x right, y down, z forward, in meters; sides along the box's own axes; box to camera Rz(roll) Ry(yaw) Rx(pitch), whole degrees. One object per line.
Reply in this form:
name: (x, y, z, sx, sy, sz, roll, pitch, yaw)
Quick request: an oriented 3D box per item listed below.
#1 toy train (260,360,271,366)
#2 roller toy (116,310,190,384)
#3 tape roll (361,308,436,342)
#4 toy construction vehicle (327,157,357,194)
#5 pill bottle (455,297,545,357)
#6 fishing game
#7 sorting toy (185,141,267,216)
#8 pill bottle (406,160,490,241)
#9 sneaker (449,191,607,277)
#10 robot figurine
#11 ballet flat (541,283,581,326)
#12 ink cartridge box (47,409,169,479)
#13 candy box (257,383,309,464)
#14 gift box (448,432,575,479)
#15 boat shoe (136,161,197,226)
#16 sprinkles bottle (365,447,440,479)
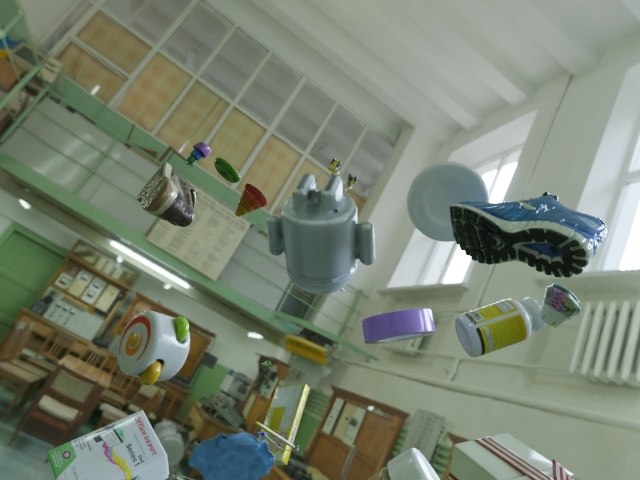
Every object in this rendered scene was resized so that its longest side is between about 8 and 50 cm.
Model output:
toy train: (-0.186, 0.419, 1.572, 0.024, 0.017, 0.083, -12, -13, -22)
roller toy: (-0.502, 0.314, 1.379, 0.191, 0.209, 0.146, 1, -22, 39)
tape roll: (0.301, 0.335, 1.798, 0.275, 0.090, 0.275, -8, -19, -3)
toy construction vehicle: (0.056, -0.176, 1.321, 0.086, 0.035, 0.098, 33, -28, 7)
pill bottle: (0.765, 0.361, 1.982, 0.188, 0.334, 0.187, 163, -90, -85)
fishing game: (-0.195, 0.476, 1.021, 0.189, 0.264, 0.041, 41, 19, -26)
sorting toy: (-0.383, -0.225, 1.831, 0.365, 0.126, 0.127, 42, -18, -7)
pill bottle: (0.351, -0.120, 1.314, 0.204, 0.204, 0.361, 26, 13, 7)
sneaker: (0.408, -0.023, 0.945, 0.330, 0.147, 0.129, 22, -46, 52)
robot figurine: (0.000, 0.000, 1.253, 0.300, 0.199, 0.353, 8, -56, 15)
ballet flat: (0.520, 0.152, 1.014, 0.077, 0.079, 0.221, 42, 9, 32)
ink cartridge box: (-0.618, 0.659, 1.365, 0.201, 0.278, 0.117, 39, -49, 38)
candy box: (-0.100, 0.466, 1.185, 0.105, 0.205, 0.027, -16, -55, 32)
gift box: (0.504, 0.680, 1.243, 0.255, 0.276, 0.258, -4, 12, -26)
boat shoe: (-0.385, -0.111, 1.202, 0.123, 0.123, 0.342, 40, -2, -28)
sprinkles bottle: (0.022, 0.445, 0.665, 0.121, 0.355, 0.121, 56, 3, -4)
